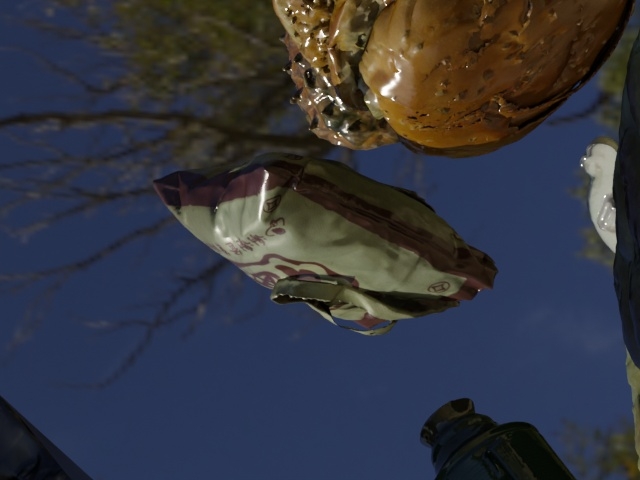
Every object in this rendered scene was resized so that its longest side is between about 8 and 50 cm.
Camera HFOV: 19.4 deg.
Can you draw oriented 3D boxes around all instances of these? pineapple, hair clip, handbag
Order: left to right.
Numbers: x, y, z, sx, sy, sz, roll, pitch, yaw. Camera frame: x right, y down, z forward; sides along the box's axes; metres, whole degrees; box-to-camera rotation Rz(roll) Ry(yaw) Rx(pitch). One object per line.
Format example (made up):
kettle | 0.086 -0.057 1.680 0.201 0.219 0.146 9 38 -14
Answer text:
handbag | 0.000 0.000 1.532 0.235 0.213 0.127 31 -111 -23
pineapple | 0.008 -0.234 1.630 0.141 0.170 0.310 -97 -9 -64
hair clip | 0.327 -0.002 1.704 0.054 0.220 0.140 -56 -13 -32

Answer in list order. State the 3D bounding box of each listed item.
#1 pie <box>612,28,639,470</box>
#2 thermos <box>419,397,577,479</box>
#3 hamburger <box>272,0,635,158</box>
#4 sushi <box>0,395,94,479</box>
pie | 0.185 0.035 0.876 0.306 0.071 0.306 -7 -90 -90
thermos | 0.107 0.153 0.913 0.073 0.187 0.083 -50 -38 16
hamburger | 0.098 -0.195 1.434 0.245 0.211 0.260 -11 -39 -46
sushi | -0.135 0.249 0.943 0.212 0.227 0.215 -42 -46 -8
